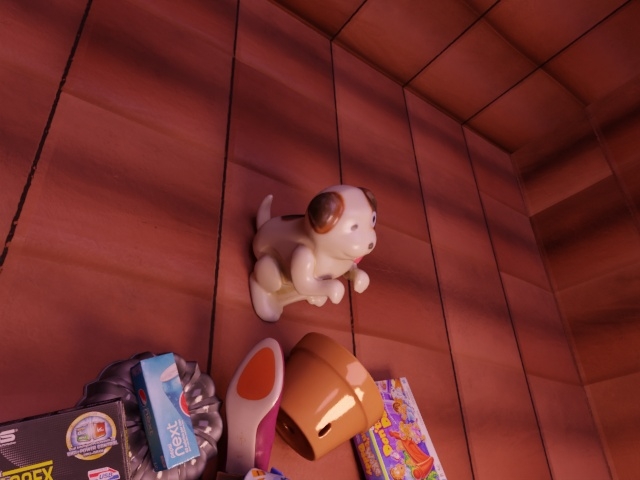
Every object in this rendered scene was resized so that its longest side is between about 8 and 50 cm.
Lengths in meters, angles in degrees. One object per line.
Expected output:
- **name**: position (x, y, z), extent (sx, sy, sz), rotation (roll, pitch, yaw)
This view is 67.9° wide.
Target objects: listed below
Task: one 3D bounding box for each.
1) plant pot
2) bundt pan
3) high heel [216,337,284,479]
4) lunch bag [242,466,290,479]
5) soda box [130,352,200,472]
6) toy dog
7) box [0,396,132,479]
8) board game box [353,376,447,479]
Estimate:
- **plant pot**: position (-0.011, 0.413, 1.216), extent (0.203, 0.291, 0.291), rotation (-37, 92, -31)
- **bundt pan**: position (-0.348, 0.388, 1.024), extent (0.330, 0.124, 0.331), rotation (23, 51, -31)
- **high heel**: position (-0.154, 0.423, 1.109), extent (0.127, 0.181, 0.378), rotation (13, 69, 13)
- **lunch bag**: position (-0.117, 0.618, 0.976), extent (0.114, 0.304, 0.243), rotation (11, 47, 19)
- **soda box**: position (-0.311, 0.339, 0.947), extent (0.071, 0.067, 0.210), rotation (-6, 69, -43)
- **toy dog**: position (0.000, 0.000, 1.367), extent (0.284, 0.408, 0.396), rotation (0, 65, -42)
- **box**: position (-0.477, 0.415, 0.832), extent (0.269, 0.060, 0.217), rotation (-7, 84, -20)
- **board game box**: position (0.215, 0.590, 1.390), extent (0.233, 0.078, 0.347), rotation (6, 52, -39)
